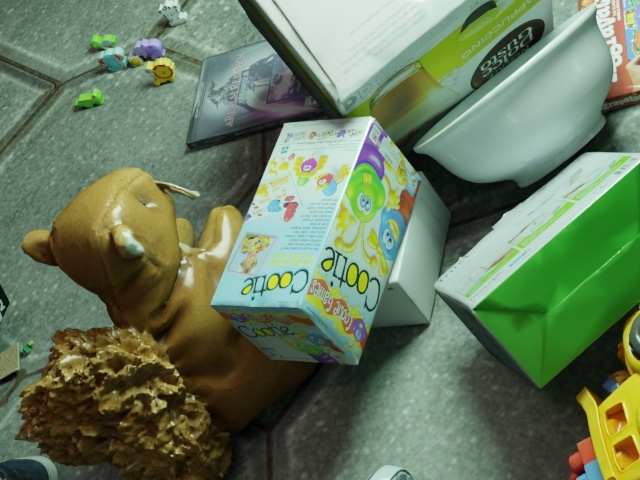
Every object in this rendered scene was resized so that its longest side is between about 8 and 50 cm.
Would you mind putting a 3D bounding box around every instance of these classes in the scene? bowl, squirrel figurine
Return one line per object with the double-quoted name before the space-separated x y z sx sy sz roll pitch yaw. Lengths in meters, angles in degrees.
"bowl" 0.276 -0.164 1.660 0.298 0.134 0.298 -39 3 2
"squirrel figurine" -0.217 0.113 1.631 0.281 0.370 0.397 6 59 36

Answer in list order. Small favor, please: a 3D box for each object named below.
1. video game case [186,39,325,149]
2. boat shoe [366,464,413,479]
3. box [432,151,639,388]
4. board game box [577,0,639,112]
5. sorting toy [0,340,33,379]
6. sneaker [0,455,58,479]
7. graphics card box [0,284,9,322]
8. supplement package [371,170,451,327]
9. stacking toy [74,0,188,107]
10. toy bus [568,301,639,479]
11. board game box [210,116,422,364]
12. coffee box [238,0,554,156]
"video game case" -0.087 -0.259 2.096 0.274 0.026 0.196 -12 50 24
"boat shoe" 0.019 0.392 1.445 0.094 0.109 0.302 6 62 39
"box" 0.281 0.022 1.480 0.262 0.127 0.231 -41 7 -2
"board game box" 0.435 -0.304 1.788 0.145 0.027 0.281 -15 49 25
"sorting toy" -0.484 0.190 2.003 0.083 0.012 0.062 -30 40 14
"sneaker" -0.501 0.355 1.766 0.226 0.163 0.086 -19 85 19
"graphics card box" -0.646 0.200 1.920 0.232 0.094 0.371 0 48 15
"supplement package" 0.095 0.013 1.699 0.105 0.105 0.179 -6 52 30
"stacking toy" -0.346 -0.338 2.310 0.221 0.052 0.167 -14 49 25
"toy bus" 0.349 0.198 1.375 0.211 0.149 0.220 -35 39 27
"board game box" 0.000 0.000 1.594 0.144 0.142 0.275 0 57 37
"coffee box" 0.088 -0.352 1.762 0.337 0.334 0.338 -38 71 0
